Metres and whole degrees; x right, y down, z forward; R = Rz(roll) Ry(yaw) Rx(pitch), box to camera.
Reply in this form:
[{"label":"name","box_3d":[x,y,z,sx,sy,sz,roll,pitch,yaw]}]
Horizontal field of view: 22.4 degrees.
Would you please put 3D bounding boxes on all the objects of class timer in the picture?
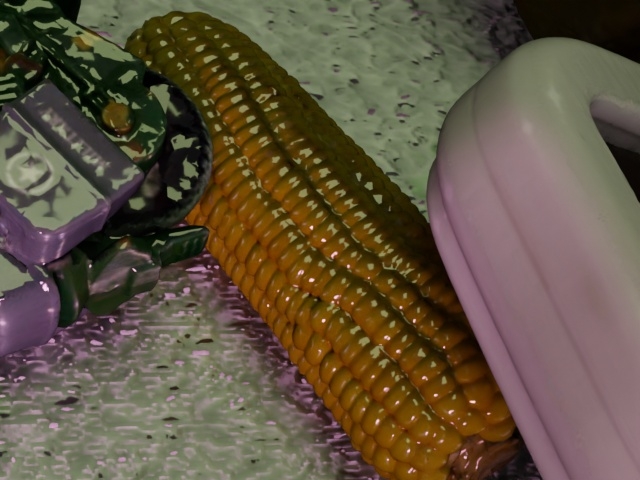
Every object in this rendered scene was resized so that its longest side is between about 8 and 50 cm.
[{"label":"timer","box_3d":[0.155,0.046,0.600,0.262,0.087,0.237,14,42,-46]}]

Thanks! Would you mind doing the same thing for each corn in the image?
[{"label":"corn","box_3d":[0.000,0.000,0.636,0.080,0.080,0.231,-22,61,-32]}]

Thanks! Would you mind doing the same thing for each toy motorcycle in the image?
[{"label":"toy motorcycle","box_3d":[-0.171,-0.064,0.593,0.275,0.125,0.187,43,62,10]}]

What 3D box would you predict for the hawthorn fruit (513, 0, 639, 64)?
[{"label":"hawthorn fruit","box_3d":[0.226,-0.200,0.763,0.268,0.268,0.301,27,47,2]}]
